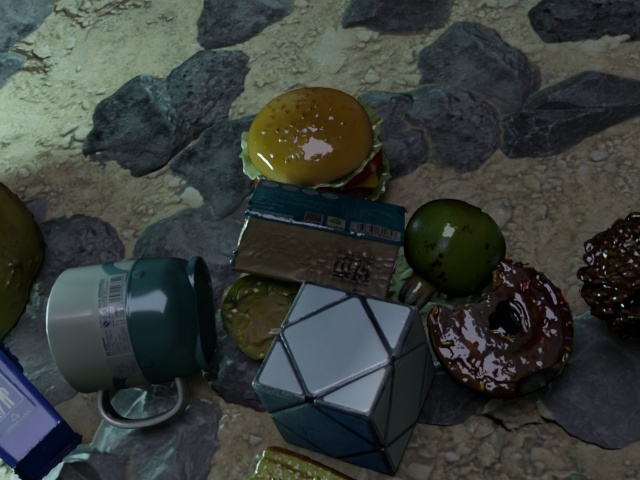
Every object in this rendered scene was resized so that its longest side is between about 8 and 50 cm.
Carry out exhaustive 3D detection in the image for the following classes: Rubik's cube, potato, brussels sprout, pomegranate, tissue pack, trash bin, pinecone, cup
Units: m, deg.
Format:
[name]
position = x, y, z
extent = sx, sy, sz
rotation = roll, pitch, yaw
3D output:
[Rubik's cube]
position = 0.045, 0.215, 1.736
extent = 0.205, 0.205, 0.207
rotation = 14, 58, 25
[potato]
position = -0.752, -0.009, 2.080
extent = 0.385, 0.319, 0.442
rotation = -41, 56, -14
[brussels sprout]
position = -0.092, 0.119, 1.903
extent = 0.151, 0.149, 0.122
rotation = 24, 21, -6
[pomegranate]
position = 0.209, 0.032, 1.862
extent = 0.180, 0.180, 0.210
rotation = 34, 89, 34
[tissue pack]
position = 0.000, 0.000, 1.864
extent = 0.270, 0.134, 0.192
rotation = 12, 20, 1
[trash bin]
position = -0.532, 0.297, 1.883
extent = 0.234, 0.184, 0.162
rotation = 37, 70, 23
[pinecone]
position = 0.510, 0.069, 1.714
extent = 0.221, 0.221, 0.221
rotation = -8, 52, 11
[cup]
position = -0.313, 0.173, 1.887
extent = 0.257, 0.219, 0.290
rotation = -8, 82, 10

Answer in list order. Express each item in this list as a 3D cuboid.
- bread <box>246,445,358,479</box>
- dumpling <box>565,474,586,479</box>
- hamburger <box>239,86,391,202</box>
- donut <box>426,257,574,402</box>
[bread]
position = 0.024, 0.397, 1.619
extent = 0.234, 0.184, 0.111
rotation = 22, 69, 29
[dumpling]
position = 0.341, 0.438, 1.541
extent = 0.216, 0.105, 0.149
rotation = -43, 54, -17
[hamburger]
position = -0.011, -0.163, 2.033
extent = 0.274, 0.212, 0.274
rotation = -8, 52, 10
[donut]
position = 0.290, 0.151, 1.761
extent = 0.216, 0.096, 0.230
rotation = 41, 72, 16
